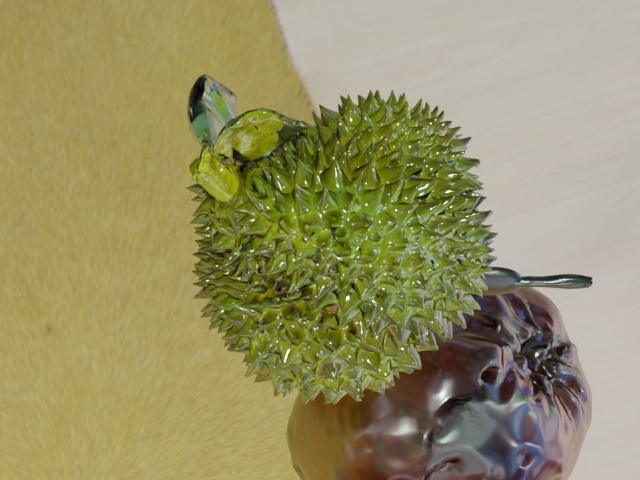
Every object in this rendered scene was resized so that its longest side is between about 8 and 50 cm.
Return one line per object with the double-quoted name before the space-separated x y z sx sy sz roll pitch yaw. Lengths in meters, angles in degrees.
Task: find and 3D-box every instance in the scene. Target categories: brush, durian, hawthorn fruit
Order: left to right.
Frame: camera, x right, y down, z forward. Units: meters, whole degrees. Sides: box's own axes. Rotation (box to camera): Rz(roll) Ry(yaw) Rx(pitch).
"durian" 0.014 0.003 0.844 0.159 0.198 0.146 -9 69 -7
"hawthorn fruit" 0.115 0.175 1.736 0.324 0.308 0.308 -13 81 22
"brush" 0.124 0.025 1.012 0.083 0.024 0.008 0 43 1
